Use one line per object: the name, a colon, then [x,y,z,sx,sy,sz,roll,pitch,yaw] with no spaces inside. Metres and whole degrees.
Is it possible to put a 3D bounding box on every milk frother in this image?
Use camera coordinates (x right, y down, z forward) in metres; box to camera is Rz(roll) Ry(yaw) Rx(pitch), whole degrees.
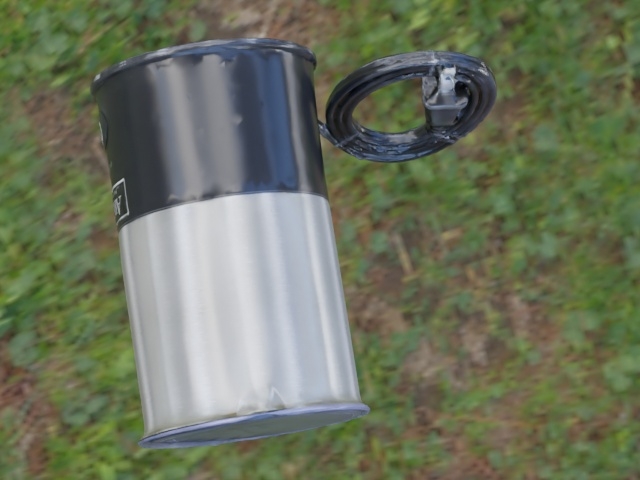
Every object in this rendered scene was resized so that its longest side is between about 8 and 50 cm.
milk frother: [0.000,0.000,0.698,0.143,0.129,0.135,-10,81,9]
